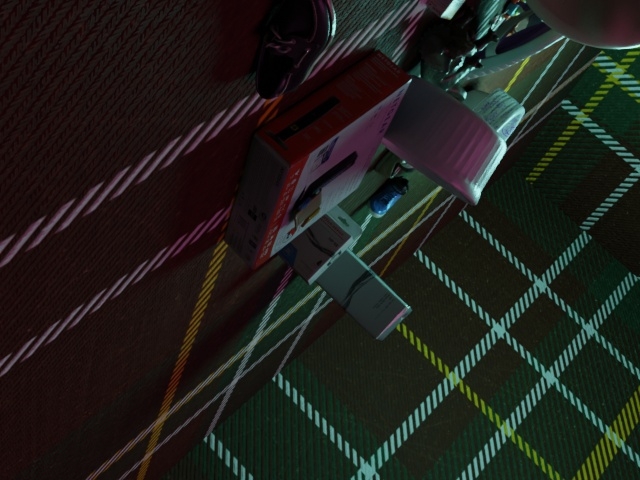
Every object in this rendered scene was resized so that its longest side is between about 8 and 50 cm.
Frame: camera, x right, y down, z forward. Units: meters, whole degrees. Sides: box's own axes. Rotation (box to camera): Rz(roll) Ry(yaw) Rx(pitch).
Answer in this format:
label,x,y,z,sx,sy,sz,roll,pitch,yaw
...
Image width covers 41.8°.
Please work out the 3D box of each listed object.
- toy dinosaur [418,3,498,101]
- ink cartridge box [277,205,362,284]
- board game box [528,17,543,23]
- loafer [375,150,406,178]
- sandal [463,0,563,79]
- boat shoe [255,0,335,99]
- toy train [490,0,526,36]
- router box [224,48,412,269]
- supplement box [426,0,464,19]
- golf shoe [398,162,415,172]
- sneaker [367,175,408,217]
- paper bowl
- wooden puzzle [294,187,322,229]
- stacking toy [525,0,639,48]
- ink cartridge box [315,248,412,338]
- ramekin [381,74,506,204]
label,x,y,z,sx,sy,sz,roll,pitch,yaw
toy dinosaur,0.248,-0.354,1.632,0.160,0.121,0.313,-32,170,-10
ink cartridge box,0.000,0.000,1.899,0.180,0.104,0.060,-45,167,-6
board game box,0.606,-0.618,2.078,0.170,0.048,0.141,-43,169,-17
loafer,0.193,-0.209,2.003,0.148,0.050,0.056,-50,168,19
sandal,0.410,-0.432,1.714,0.169,0.102,0.416,-40,-167,-32
boat shoe,-0.037,-0.242,1.032,0.065,0.075,0.206,-44,173,-25
toy train,0.444,-0.503,1.901,0.125,0.046,0.166,-51,168,19
router box,-0.012,-0.134,1.456,0.301,0.082,0.335,-39,166,-30
supplement box,0.232,-0.429,1.432,0.098,0.036,0.062,-51,167,25
golf shoe,0.254,-0.256,2.037,0.198,0.077,0.094,-51,158,-10
sneaker,0.185,-0.123,2.235,0.152,0.058,0.084,-40,173,-47
paper bowl,0.395,-0.284,2.219,0.284,0.148,0.284,-43,167,-12
wooden puzzle,-0.023,-0.055,1.449,0.078,0.014,0.116,-47,169,-20
stacking toy,0.570,-0.594,1.490,0.480,0.350,0.351,-52,174,-39
ink cartridge box,0.088,0.117,2.141,0.121,0.289,0.211,-46,168,1
ramekin,0.226,-0.200,1.628,0.135,0.277,0.277,-54,168,5
